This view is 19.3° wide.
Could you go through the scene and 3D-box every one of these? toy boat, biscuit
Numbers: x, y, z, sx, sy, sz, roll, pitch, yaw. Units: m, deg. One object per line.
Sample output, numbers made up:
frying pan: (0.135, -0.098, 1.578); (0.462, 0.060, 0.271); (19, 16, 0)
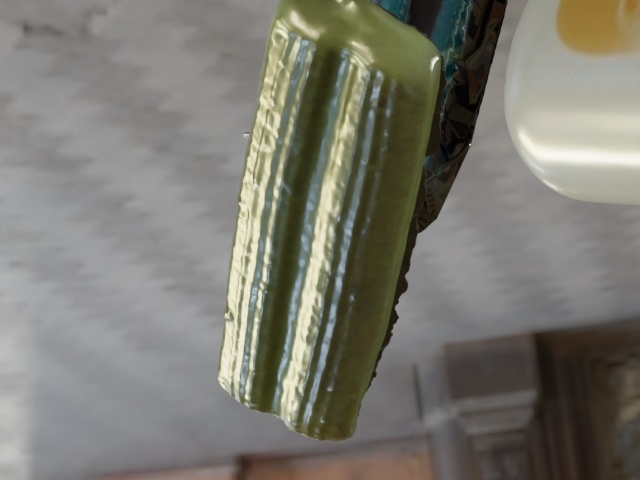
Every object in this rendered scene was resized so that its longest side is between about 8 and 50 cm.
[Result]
toy boat: (0.035, -0.151, 1.105); (0.092, 0.299, 0.134); (22, 163, -31)
biscuit: (0.000, 0.000, 0.996); (0.099, 0.038, 0.322); (23, 140, 10)

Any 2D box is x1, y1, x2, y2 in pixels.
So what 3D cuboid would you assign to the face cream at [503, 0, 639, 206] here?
face cream: (0.164, -0.059, 0.412); (0.071, 0.144, 0.291); (46, 162, -28)
